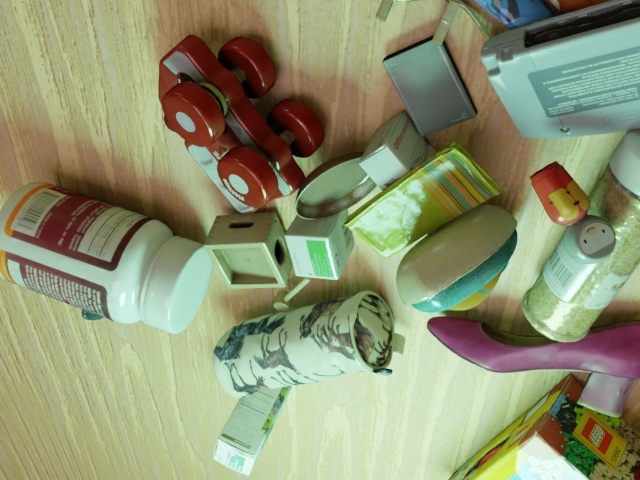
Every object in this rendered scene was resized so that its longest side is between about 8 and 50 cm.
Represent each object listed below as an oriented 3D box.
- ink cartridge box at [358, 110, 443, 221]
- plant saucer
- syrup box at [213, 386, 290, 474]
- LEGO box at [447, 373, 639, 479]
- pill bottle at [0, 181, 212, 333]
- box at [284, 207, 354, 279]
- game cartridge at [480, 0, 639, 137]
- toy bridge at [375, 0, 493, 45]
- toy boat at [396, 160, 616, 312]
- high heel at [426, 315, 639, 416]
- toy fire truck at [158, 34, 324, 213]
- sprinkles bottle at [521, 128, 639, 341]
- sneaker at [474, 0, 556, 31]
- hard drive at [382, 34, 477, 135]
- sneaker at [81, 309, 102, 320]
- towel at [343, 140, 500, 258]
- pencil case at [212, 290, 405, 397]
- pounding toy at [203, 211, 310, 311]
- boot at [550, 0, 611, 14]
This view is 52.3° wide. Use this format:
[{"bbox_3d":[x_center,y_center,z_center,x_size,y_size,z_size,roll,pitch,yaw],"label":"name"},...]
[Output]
[{"bbox_3d":[0.140,-0.110,1.023,0.063,0.109,0.150,-28,113,39],"label":"ink cartridge box"},{"bbox_3d":[0.029,-0.094,1.078,0.168,0.168,0.029,-51,59,43],"label":"plant saucer"},{"bbox_3d":[-0.150,0.403,1.498,0.096,0.237,0.093,22,133,6],"label":"syrup box"},{"bbox_3d":[0.478,0.568,1.314,0.372,0.193,0.500,41,136,15],"label":"LEGO box"},{"bbox_3d":[-0.437,0.038,1.330,0.392,0.224,0.224,19,133,10],"label":"pill bottle"},{"bbox_3d":[0.000,0.000,1.184,0.087,0.102,0.101,5,131,23],"label":"box"},{"bbox_3d":[0.377,-0.214,0.817,0.297,0.062,0.198,-7,153,33],"label":"game cartridge"},{"bbox_3d":[0.173,-0.299,0.893,0.188,0.026,0.063,24,106,4],"label":"toy bridge"},{"bbox_3d":[0.262,0.018,0.966,0.318,0.267,0.148,-33,90,40],"label":"toy boat"},{"bbox_3d":[0.389,0.162,1.175,0.377,0.127,0.181,19,104,14],"label":"high heel"},{"bbox_3d":[-0.162,-0.178,1.083,0.302,0.169,0.254,50,148,-18],"label":"toy fire truck"},{"bbox_3d":[0.429,0.004,0.982,0.121,0.121,0.355,22,134,6],"label":"sprinkles bottle"},{"bbox_3d":[0.232,-0.334,0.823,0.209,0.069,0.082,36,129,-7],"label":"sneaker"},{"bbox_3d":[0.164,-0.229,0.972,0.094,0.022,0.135,-16,120,33],"label":"hard drive"},{"bbox_3d":[-0.582,0.101,1.542,0.226,0.086,0.163,20,130,6],"label":"sneaker"},{"bbox_3d":[0.145,-0.051,0.979,0.102,0.021,0.237,43,132,-14],"label":"towel"},{"bbox_3d":[-0.037,0.226,1.350,0.410,0.160,0.183,-18,129,35],"label":"pencil case"},{"bbox_3d":[-0.097,0.043,1.278,0.181,0.094,0.206,-3,136,20],"label":"pounding toy"},{"bbox_3d":[0.344,-0.301,0.814,0.158,0.059,0.084,43,140,-9],"label":"boot"}]
